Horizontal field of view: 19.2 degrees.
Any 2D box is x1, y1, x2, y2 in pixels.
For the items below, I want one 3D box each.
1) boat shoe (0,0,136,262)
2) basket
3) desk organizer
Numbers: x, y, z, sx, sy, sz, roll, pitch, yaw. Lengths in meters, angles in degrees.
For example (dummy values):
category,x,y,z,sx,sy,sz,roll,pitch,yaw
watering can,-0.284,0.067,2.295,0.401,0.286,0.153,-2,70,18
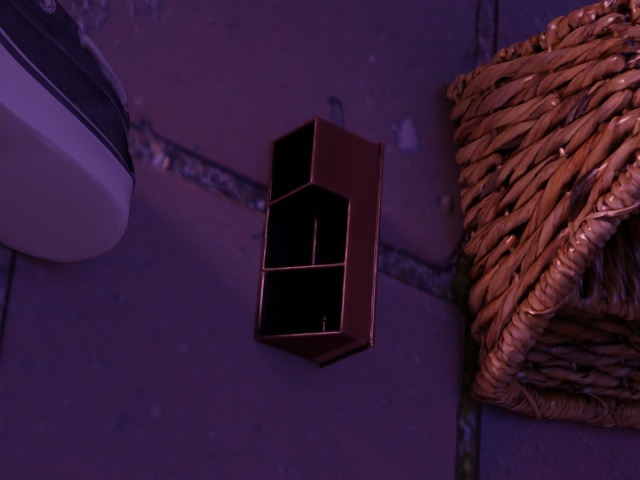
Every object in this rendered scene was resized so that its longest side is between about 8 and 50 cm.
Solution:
category,x,y,z,sx,sy,sz,roll,pitch,yaw
boat shoe,-0.181,-0.111,0.881,0.301,0.108,0.102,46,37,-42
basket,0.253,-0.008,1.195,0.299,0.213,0.223,14,63,-39
desk organizer,0.000,0.000,1.074,0.050,0.047,0.130,22,59,-33
